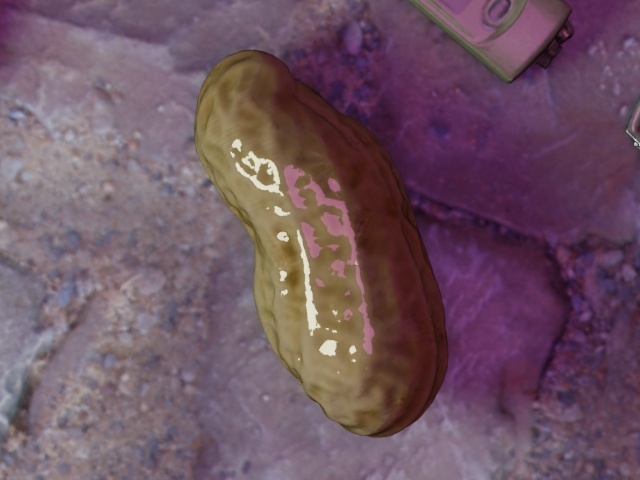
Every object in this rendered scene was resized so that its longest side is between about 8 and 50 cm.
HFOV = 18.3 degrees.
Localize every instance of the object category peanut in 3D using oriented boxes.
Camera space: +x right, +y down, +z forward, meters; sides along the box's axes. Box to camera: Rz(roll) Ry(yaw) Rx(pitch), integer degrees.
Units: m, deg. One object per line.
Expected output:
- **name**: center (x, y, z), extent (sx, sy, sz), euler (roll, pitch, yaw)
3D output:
- **peanut**: center (0.000, 0.000, 1.568), extent (0.153, 0.140, 0.325), euler (-30, 86, 42)

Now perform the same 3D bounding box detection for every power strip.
- **power strip**: center (0.080, -0.237, 1.600), extent (0.286, 0.048, 0.080), euler (39, 90, -3)

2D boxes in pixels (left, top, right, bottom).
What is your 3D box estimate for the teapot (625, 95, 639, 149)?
- **teapot**: center (0.288, -0.086, 1.615), extent (0.088, 0.066, 0.057), euler (45, 109, 17)
